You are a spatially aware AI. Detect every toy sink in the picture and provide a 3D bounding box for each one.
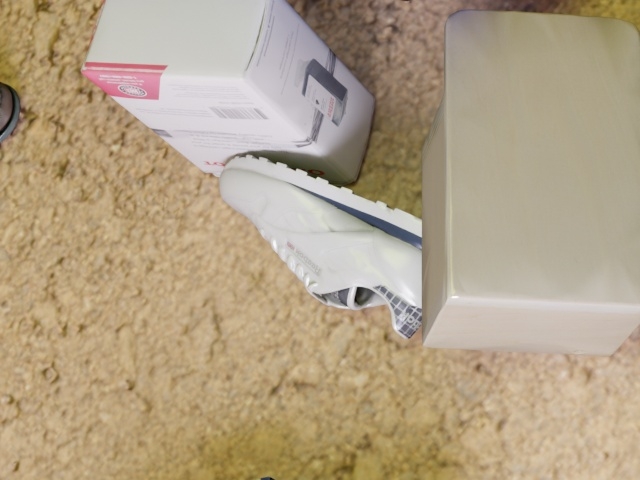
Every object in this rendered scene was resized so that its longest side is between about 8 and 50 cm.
[{"bbox_3d":[0.159,-0.040,1.328,0.153,0.131,0.234,2,69,-6],"label":"toy sink"}]

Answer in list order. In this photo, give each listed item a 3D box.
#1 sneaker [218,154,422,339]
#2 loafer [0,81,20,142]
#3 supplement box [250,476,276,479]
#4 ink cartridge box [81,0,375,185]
[{"bbox_3d":[0.000,0.000,1.445,0.235,0.090,0.095,23,89,33],"label":"sneaker"},{"bbox_3d":[-0.425,-0.111,1.693,0.267,0.084,0.096,-11,64,21],"label":"loafer"},{"bbox_3d":[-0.063,0.241,1.383,0.083,0.056,0.083,-15,63,19],"label":"supplement box"},{"bbox_3d":[-0.071,-0.129,1.451,0.158,0.218,0.092,6,71,27],"label":"ink cartridge box"}]
